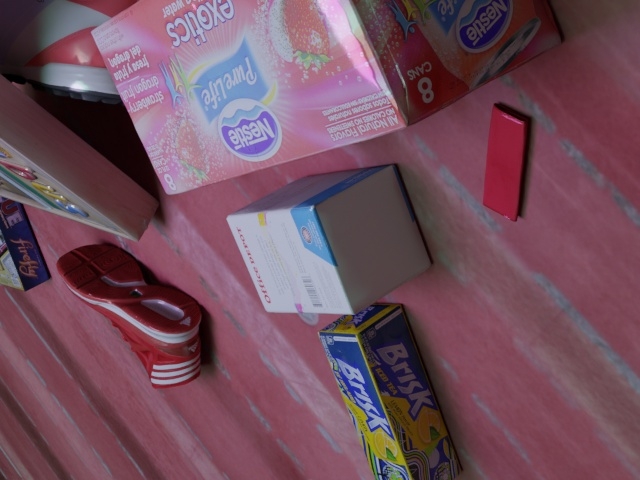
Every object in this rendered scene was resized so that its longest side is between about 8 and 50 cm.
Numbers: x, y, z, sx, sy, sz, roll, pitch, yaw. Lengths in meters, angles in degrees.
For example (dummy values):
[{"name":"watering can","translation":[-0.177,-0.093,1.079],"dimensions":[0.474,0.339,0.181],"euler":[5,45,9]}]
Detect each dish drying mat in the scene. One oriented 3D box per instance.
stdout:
[{"name":"dish drying mat","translation":[0.128,-0.053,0.789],"dimensions":[0.032,0.008,0.083],"euler":[33,139,36]}]

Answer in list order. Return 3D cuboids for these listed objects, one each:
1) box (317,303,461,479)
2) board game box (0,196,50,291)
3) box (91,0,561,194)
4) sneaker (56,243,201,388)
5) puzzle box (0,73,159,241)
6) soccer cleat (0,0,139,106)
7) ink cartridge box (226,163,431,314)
[{"name":"box","translation":[0.061,0.140,0.980],"dimensions":[0.054,0.059,0.169],"euler":[-3,113,51]},{"name":"board game box","translation":[-0.474,-0.024,1.578],"dimensions":[0.243,0.042,0.165],"euler":[9,122,50]},{"name":"box","translation":[-0.011,-0.139,0.775],"dimensions":[0.300,0.154,0.142],"euler":[-10,107,54]},{"name":"sneaker","translation":[-0.220,0.098,1.299],"dimensions":[0.221,0.087,0.128],"euler":[31,136,38]},{"name":"puzzle box","translation":[-0.370,-0.132,1.110],"dimensions":[0.272,0.052,0.409],"euler":[16,164,34]},{"name":"soccer cleat","translation":[-0.292,-0.209,1.101],"dimensions":[0.318,0.108,0.116],"euler":[15,97,30]},{"name":"ink cartridge box","translation":[0.000,0.000,0.925],"dimensions":[0.143,0.090,0.092],"euler":[-2,113,55]}]
